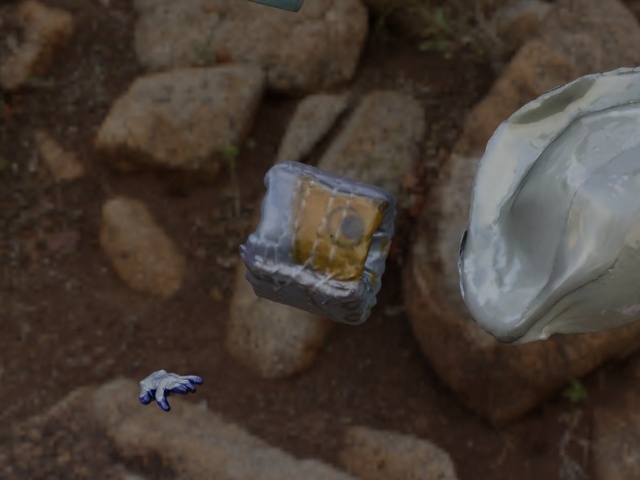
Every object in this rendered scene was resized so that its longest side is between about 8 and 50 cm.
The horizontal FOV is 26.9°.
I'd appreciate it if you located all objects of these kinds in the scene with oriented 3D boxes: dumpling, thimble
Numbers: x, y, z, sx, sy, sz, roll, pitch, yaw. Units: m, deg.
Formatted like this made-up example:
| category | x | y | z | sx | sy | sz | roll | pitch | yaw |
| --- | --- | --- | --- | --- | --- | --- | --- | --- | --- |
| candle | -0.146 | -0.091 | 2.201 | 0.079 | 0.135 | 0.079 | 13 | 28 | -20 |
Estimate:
| category | x | y | z | sx | sy | sz | roll | pitch | yaw |
| --- | --- | --- | --- | --- | --- | --- | --- | --- | --- |
| dumpling | 0.287 | -0.049 | 1.316 | 0.181 | 0.341 | 0.260 | 24 | 30 | -47 |
| thimble | 0.000 | 0.002 | 1.199 | 0.118 | 0.127 | 0.151 | 15 | -8 | 8 |

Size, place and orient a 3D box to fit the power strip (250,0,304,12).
| category | x | y | z | sx | sy | sz | roll | pitch | yaw |
| --- | --- | --- | --- | --- | --- | --- | --- | --- | --- |
| power strip | -0.090 | -0.318 | 1.641 | 0.137 | 0.044 | 0.216 | 19 | 10 | 14 |

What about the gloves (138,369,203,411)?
| category | x | y | z | sx | sy | sz | roll | pitch | yaw |
| --- | --- | --- | --- | --- | --- | --- | --- | --- | --- |
| gloves | -0.168 | 0.165 | 1.461 | 0.064 | 0.026 | 0.086 | -31 | 20 | -36 |
